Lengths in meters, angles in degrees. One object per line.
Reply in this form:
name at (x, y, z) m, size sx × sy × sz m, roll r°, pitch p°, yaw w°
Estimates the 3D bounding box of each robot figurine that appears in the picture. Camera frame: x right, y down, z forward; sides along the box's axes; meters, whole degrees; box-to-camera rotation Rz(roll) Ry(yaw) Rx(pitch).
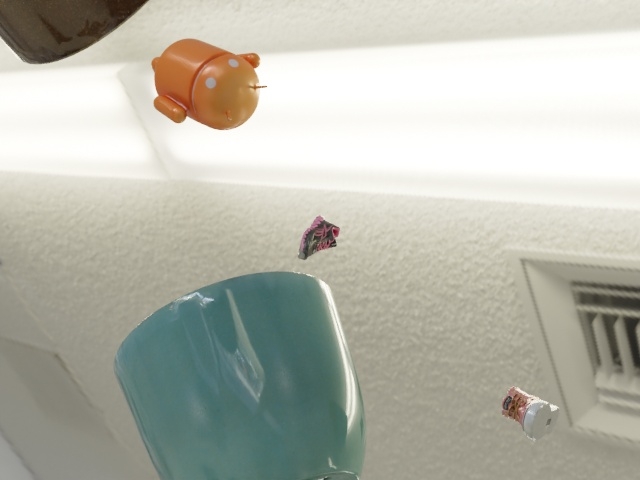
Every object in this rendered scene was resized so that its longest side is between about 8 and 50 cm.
robot figurine at (-0.183, -0.256, 1.433) m, size 0.219 × 0.158 × 0.128 m, roll 30°, pitch -68°, yaw 39°

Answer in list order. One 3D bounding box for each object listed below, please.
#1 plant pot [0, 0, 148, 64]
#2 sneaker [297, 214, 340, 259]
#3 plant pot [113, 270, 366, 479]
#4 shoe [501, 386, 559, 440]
plant pot at (-0.237, -0.290, 0.655) m, size 0.215 × 0.215 × 0.230 m, roll 5°, pitch -29°, yaw 40°
sneaker at (0.000, 0.000, 1.522) m, size 0.057 × 0.119 × 0.047 m, roll 25°, pitch -52°, yaw 8°
plant pot at (-0.077, 0.216, 1.061) m, size 0.293 × 0.293 × 0.235 m, roll 107°, pitch -35°, yaw -52°
shoe at (0.327, 0.277, 1.415) m, size 0.081 × 0.064 × 0.178 m, roll 19°, pitch -1°, yaw 27°
